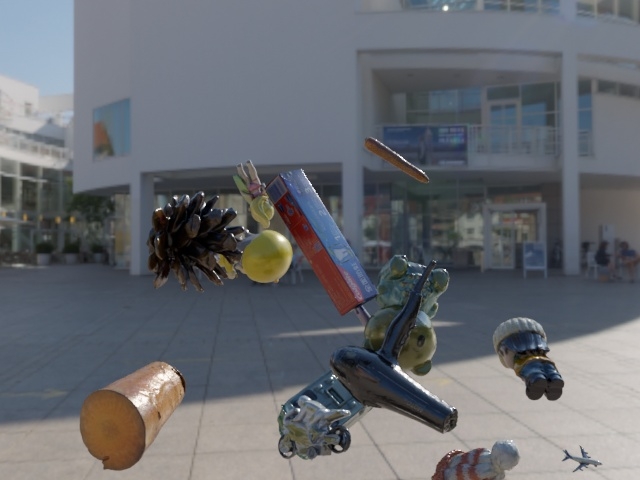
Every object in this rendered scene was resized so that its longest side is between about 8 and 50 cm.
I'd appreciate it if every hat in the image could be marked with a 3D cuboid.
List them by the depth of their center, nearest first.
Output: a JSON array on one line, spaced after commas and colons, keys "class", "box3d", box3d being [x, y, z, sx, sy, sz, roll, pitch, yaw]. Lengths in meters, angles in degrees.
[{"class": "hat", "box3d": [0.287, 0.407, 1.077, 0.112, 0.094, 0.162, 21, -41, -26]}]

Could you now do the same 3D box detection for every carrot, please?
[{"class": "carrot", "box3d": [-0.432, 0.409, 1.474, 0.195, 0.196, 0.254, -1, 9, 19]}, {"class": "carrot", "box3d": [0.244, -0.257, 1.944, 0.247, 0.043, 0.043, 34, 2, 5]}]

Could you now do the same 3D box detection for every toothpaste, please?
[{"class": "toothpaste", "box3d": [0.000, 0.000, 1.270, 0.076, 0.321, 0.066, -19, -16, -47]}, {"class": "toothpaste", "box3d": [0.099, 0.177, 1.541, 0.028, 0.170, 0.045, -35, -3, -8]}]

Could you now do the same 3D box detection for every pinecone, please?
[{"class": "pinecone", "box3d": [-0.265, 0.002, 1.302, 0.201, 0.229, 0.202, 19, -36, -10]}]

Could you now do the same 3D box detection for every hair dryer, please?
[{"class": "hair dryer", "box3d": [0.201, 0.206, 1.304, 0.303, 0.360, 0.120, 19, -11, 38]}]

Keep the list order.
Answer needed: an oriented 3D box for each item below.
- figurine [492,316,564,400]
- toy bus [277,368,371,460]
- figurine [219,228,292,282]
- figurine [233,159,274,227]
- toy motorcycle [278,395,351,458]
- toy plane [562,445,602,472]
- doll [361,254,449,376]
[{"class": "figurine", "box3d": [0.699, 0.380, 2.023, 0.185, 0.205, 0.332, 6, 9, -6]}, {"class": "toy bus", "box3d": [0.019, 0.551, 1.965, 0.343, 0.183, 0.199, -26, -29, -38]}, {"class": "figurine", "box3d": [-0.271, 0.057, 2.152, 0.343, 0.187, 0.215, -1, 23, 19]}, {"class": "figurine", "box3d": [-0.178, -0.123, 1.642, 0.083, 0.188, 0.083, -17, 17, 5]}, {"class": "toy motorcycle", "box3d": [-0.020, 0.447, 1.457, 0.228, 0.151, 0.074, -22, -29, 37]}, {"class": "toy plane", "box3d": [0.585, 0.491, 1.357, 0.084, 0.024, 0.078, 11, 38, 30]}, {"class": "doll", "box3d": [0.201, 0.187, 1.469, 0.176, 0.261, 0.161, 19, -31, -10]}]
